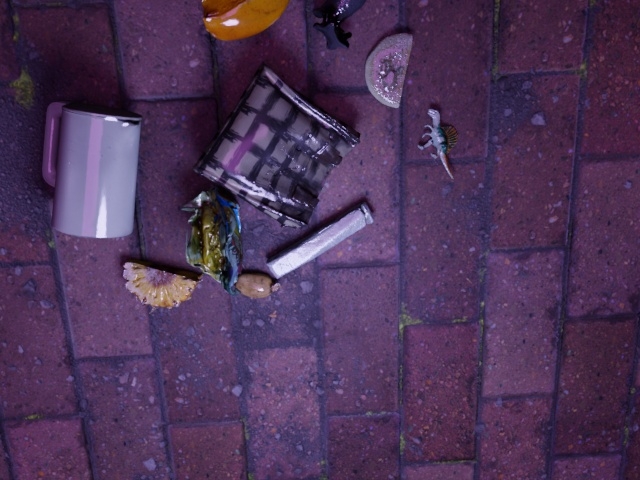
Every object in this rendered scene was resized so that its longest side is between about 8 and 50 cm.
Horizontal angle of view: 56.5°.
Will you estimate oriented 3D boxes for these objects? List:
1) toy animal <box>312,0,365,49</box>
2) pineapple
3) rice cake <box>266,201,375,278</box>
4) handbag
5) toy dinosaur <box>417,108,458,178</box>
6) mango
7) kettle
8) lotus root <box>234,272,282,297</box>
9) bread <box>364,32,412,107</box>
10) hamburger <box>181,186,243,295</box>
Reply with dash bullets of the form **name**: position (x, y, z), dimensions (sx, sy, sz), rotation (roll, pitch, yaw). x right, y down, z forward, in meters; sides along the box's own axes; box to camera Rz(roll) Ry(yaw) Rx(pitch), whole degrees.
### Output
- **toy animal**: position (0.058, -0.604, 1.520), dimensions (0.117, 0.121, 0.210), rotation (27, 86, 34)
- **pineapple**: position (-0.458, 0.140, 1.710), dimensions (0.232, 0.079, 0.135), rotation (12, 97, 0)
- **rice cake**: position (0.000, 0.000, 1.694), dimensions (0.336, 0.063, 0.066), rotation (-30, 109, 6)
- **handbag**: position (-0.110, -0.230, 1.553), dimensions (0.326, 0.162, 0.325), rotation (32, 89, -15)
- **toy dinosaur**: position (0.339, -0.270, 1.645), dimensions (0.187, 0.044, 0.106), rotation (41, 85, -12)
- **mango**: position (-0.179, -0.593, 1.476), dimensions (0.252, 0.126, 0.154), rotation (-29, 95, -1)
- **kettle**: position (-0.594, -0.191, 1.560), dimensions (0.205, 0.265, 0.318), rotation (-2, 110, -36)
- **lotus root**: position (-0.185, 0.131, 1.726), dimensions (0.151, 0.063, 0.072), rotation (5, 97, 0)
- **bread**: position (0.174, -0.457, 1.580), dimensions (0.112, 0.036, 0.193), rotation (9, 106, -4)
- **hamburger**: position (-0.285, -0.003, 1.577), dimensions (0.150, 0.276, 0.261), rotation (-6, 114, -3)
